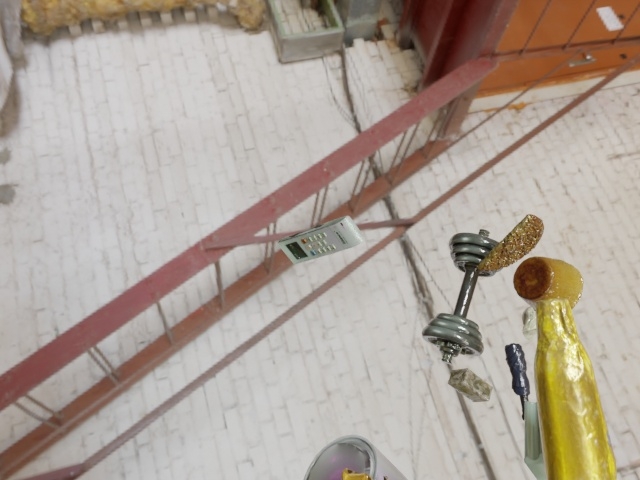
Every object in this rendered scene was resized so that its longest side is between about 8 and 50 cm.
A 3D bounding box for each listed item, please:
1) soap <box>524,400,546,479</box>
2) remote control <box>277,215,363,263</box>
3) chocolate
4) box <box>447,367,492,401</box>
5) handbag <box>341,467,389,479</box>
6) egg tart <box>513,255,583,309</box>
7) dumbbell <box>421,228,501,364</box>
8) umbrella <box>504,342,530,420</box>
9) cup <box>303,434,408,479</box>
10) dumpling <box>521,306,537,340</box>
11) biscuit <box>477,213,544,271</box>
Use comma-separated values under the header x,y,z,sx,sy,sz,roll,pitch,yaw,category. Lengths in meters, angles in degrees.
x,y,z,sx,sy,sz,roll,pitch,yaw,category
0.626,0.564,1.650,0.119,0.067,0.198,51,36,-23,soap
0.000,0.000,1.111,0.065,0.166,0.029,52,40,-26,remote control
0.586,0.358,1.383,0.162,0.162,0.444,147,-63,-78,chocolate
0.367,0.356,1.436,0.098,0.045,0.062,40,-33,-18,box
0.077,0.710,1.263,0.283,0.133,0.400,64,33,-65,handbag
0.728,0.145,1.910,0.203,0.147,0.202,-28,-127,45,egg tart
0.413,0.153,1.661,0.179,0.179,0.405,119,-8,-73,dumbbell
0.657,0.458,1.911,0.071,0.071,0.248,120,-40,-74,umbrella
0.141,0.742,1.633,0.371,0.253,0.253,49,1,-25,cup
0.823,0.322,2.263,0.169,0.100,0.133,-39,143,-62,dumpling
0.509,0.015,1.517,0.206,0.126,0.025,-54,-138,33,biscuit
